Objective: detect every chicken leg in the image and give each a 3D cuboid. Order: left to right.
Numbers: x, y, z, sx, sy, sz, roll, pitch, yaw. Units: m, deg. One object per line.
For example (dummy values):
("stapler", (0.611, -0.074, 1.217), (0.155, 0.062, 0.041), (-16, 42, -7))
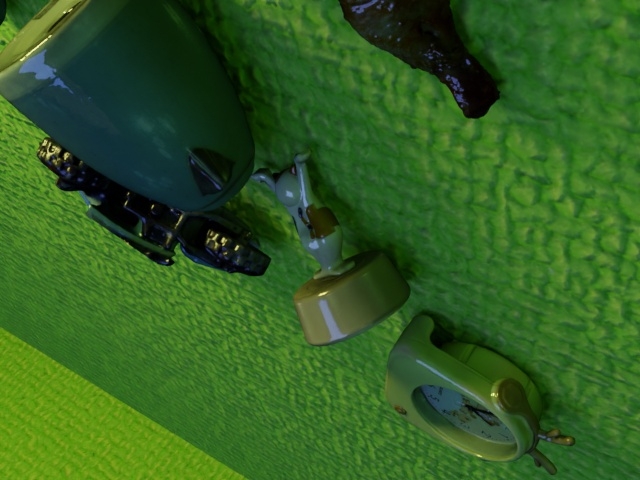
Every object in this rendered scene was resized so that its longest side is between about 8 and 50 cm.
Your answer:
("chicken leg", (0.100, -0.253, 0.746), (0.177, 0.083, 0.322), (13, 142, 13))

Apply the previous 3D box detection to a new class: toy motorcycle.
("toy motorcycle", (-0.274, -0.065, 1.334), (0.416, 0.172, 0.232), (27, -179, -12))

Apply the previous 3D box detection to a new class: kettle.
("kettle", (-0.238, -0.193, 1.088), (0.342, 0.247, 0.319), (47, -178, -31))

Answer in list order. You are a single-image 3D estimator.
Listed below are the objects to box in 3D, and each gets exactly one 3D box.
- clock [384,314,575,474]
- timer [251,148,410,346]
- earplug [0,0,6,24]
("clock", (0.253, 0.262, 1.264), (0.308, 0.096, 0.235), (28, 148, 19))
("timer", (0.000, 0.000, 1.162), (0.175, 0.175, 0.266), (-14, 105, 55))
("earplug", (-0.559, -0.423, 1.195), (0.132, 0.132, 0.273), (30, 153, 15))
